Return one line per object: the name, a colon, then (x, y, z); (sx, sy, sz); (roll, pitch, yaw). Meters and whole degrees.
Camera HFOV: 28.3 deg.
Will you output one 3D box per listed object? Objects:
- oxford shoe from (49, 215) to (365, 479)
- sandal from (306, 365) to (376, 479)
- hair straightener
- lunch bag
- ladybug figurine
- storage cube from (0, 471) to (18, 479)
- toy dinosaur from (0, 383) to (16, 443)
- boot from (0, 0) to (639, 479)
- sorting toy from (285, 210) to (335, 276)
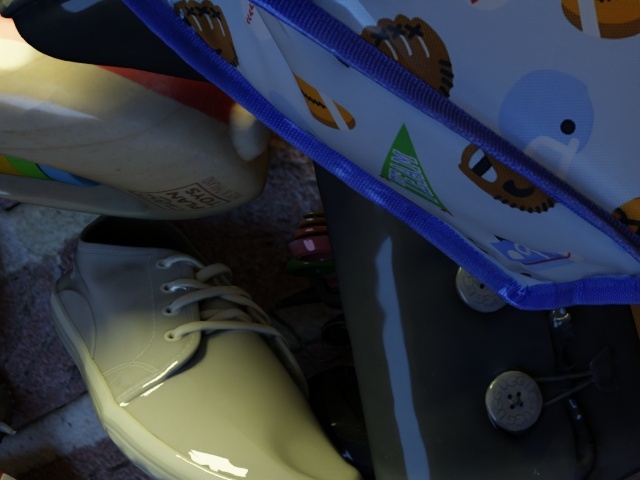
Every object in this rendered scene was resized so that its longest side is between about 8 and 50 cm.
oxford shoe: (-0.101, 0.086, 1.015); (0.449, 0.169, 0.130); (38, 110, 54)
sandal: (0.078, 0.186, 1.026); (0.446, 0.167, 0.107); (28, 101, 48)
hair straightener: (0.050, 0.061, 1.064); (0.230, 0.089, 0.047); (-9, 154, 33)
lunch bag: (0.080, -0.196, 0.679); (0.385, 0.328, 0.239); (36, 167, -8)
ladybug figurine: (-0.230, -0.125, 1.030); (0.449, 0.305, 0.162); (9, 80, 25)
storage cube: (-0.361, 0.383, 1.379); (0.193, 0.184, 0.215); (-19, 135, 36)
toy dinosaur: (-0.450, 0.167, 1.413); (0.313, 0.121, 0.160); (37, 112, 20)
boot: (0.017, -0.006, 0.849); (0.367, 0.146, 0.445); (-15, 97, -11)
sorting toy: (0.000, 0.000, 1.082); (0.061, 0.102, 0.042); (-4, 76, -6)
